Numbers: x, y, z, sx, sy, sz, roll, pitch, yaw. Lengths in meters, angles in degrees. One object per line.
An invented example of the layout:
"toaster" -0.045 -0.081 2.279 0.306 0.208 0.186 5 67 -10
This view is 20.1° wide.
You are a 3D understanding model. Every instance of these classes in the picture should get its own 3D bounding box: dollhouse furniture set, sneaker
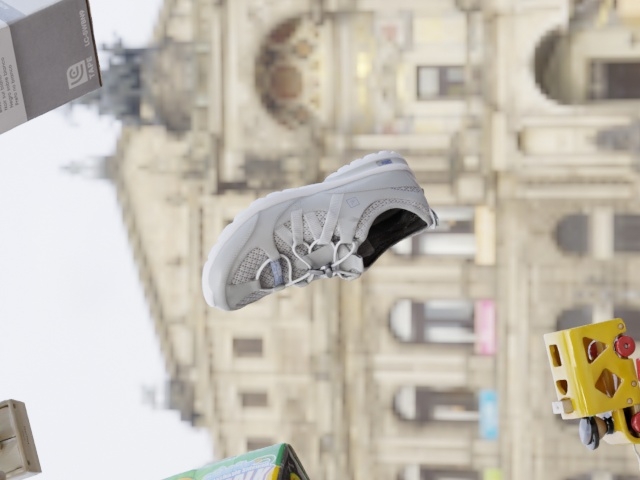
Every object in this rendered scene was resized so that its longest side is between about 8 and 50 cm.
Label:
"dollhouse furniture set" -0.473 0.254 2.214 0.242 0.161 0.212 38 -146 -70
"sneaker" 0.000 0.000 1.985 0.115 0.281 0.105 48 163 39

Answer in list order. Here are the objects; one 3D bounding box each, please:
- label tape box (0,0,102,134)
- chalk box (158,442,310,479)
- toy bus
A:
"label tape box" -0.396 -0.150 1.567 0.334 0.241 0.106 -31 -48 -33
"chalk box" -0.087 0.346 1.922 0.289 0.179 0.180 -76 -37 -61
"toy bus" 0.351 0.198 2.322 0.202 0.104 0.191 -118 23 -48
